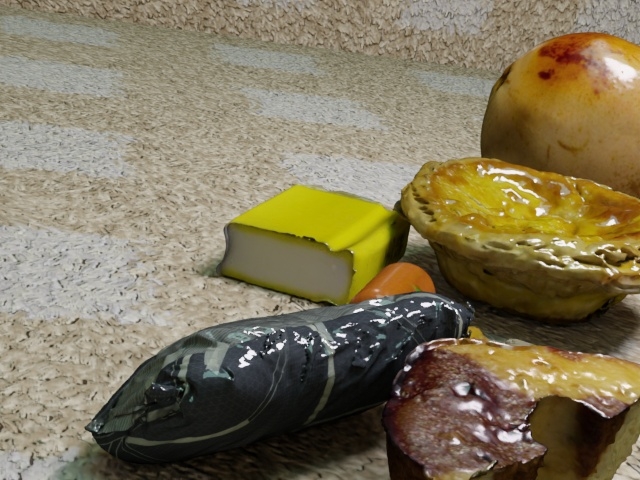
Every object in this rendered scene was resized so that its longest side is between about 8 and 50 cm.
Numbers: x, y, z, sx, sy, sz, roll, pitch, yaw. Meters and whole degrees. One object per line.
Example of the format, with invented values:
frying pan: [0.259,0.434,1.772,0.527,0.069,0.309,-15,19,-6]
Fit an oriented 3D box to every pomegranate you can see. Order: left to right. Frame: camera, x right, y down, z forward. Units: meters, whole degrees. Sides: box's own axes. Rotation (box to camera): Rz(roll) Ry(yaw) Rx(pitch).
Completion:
pomegranate: [0.379,-0.133,1.637,0.319,0.319,0.319,9,17,-3]

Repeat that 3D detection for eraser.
eraser: [0.000,0.000,1.334,0.158,0.069,0.226,12,18,16]

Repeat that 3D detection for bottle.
bottle: [0.058,0.075,1.133,0.069,0.069,0.187,15,19,16]

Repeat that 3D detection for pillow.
pillow: [-0.018,0.100,0.911,0.335,0.093,0.161,-7,-10,-44]

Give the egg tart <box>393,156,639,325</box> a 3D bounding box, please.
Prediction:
egg tart: [0.241,0.005,1.345,0.341,0.129,0.341,11,19,-4]

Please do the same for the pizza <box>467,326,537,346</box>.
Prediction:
pizza: [0.207,0.129,1.090,0.176,0.036,0.185,9,18,-5]

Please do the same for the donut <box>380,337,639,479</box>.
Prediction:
donut: [0.116,0.150,0.856,0.151,0.112,0.295,20,18,36]
